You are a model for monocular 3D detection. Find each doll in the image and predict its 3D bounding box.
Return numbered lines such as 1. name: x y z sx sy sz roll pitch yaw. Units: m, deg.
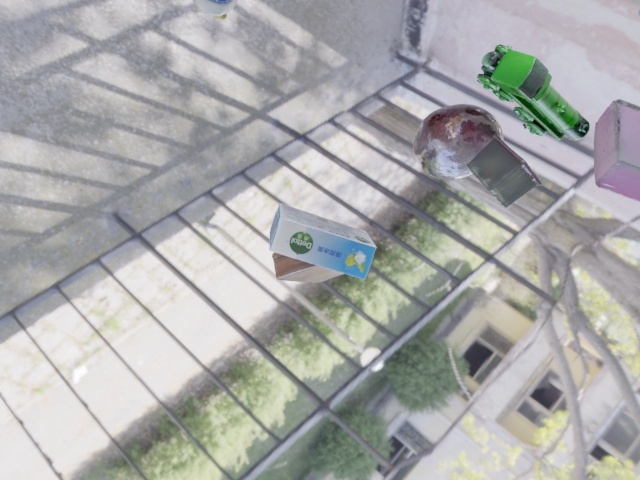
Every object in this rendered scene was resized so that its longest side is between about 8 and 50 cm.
1. doll: -0.203 -0.543 1.303 0.293 0.138 0.119 137 -34 -71

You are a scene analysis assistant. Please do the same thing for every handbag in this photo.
1. handbag: -0.013 0.050 1.584 0.151 0.072 0.193 -21 162 32

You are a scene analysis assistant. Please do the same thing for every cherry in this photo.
1. cherry: 0.254 -0.190 1.242 0.176 0.140 0.176 -5 159 -2

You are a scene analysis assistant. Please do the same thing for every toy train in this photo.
1. toy train: 0.367 -0.242 1.104 0.251 0.119 0.085 25 100 -39

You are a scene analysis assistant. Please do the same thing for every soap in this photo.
1. soap: 0.620 -0.132 1.150 0.081 0.259 0.181 113 -4 -52

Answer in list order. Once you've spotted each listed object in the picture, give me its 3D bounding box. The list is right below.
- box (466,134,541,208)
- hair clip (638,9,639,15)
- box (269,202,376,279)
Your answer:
1. box: 0.254 -0.095 0.913 0.063 0.085 0.060 -42 129 12
2. hair clip: 0.429 -0.273 0.765 0.115 0.030 0.039 -16 105 -14
3. box: 0.001 0.000 1.283 0.139 0.194 0.073 -105 -146 -75
